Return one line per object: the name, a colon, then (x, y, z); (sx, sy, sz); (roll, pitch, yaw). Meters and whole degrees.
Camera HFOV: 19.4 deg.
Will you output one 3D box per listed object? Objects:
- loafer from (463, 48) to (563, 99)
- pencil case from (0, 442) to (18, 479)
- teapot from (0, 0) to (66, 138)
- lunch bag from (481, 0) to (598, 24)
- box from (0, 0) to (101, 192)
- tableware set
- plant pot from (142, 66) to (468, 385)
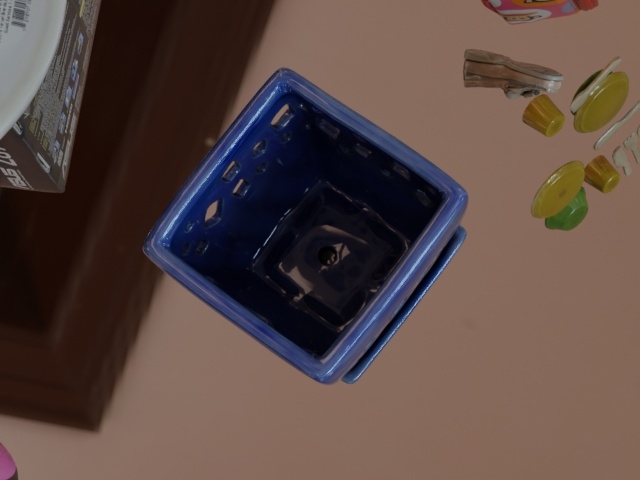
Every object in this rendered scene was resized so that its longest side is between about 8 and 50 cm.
loafer: (0.178, -0.149, 1.743); (0.125, 0.045, 0.039); (26, -71, 51)
pencil case: (-0.342, 0.203, 1.551); (0.095, 0.209, 0.098); (26, -87, 34)
teapot: (-0.267, -0.144, 0.967); (0.256, 0.252, 0.187); (-41, -152, -26)
lunch bag: (0.168, -0.348, 1.642); (0.120, 0.258, 0.293); (-9, -96, 14)
box: (-0.279, -0.276, 1.787); (0.318, 0.097, 0.395); (81, 18, -76)
tableware set: (0.168, -0.062, 1.232); (0.104, 0.154, 0.024); (-45, -118, 0)
plant pot: (0.000, 0.000, 1.867); (0.236, 0.212, 0.236); (36, -92, 15)
